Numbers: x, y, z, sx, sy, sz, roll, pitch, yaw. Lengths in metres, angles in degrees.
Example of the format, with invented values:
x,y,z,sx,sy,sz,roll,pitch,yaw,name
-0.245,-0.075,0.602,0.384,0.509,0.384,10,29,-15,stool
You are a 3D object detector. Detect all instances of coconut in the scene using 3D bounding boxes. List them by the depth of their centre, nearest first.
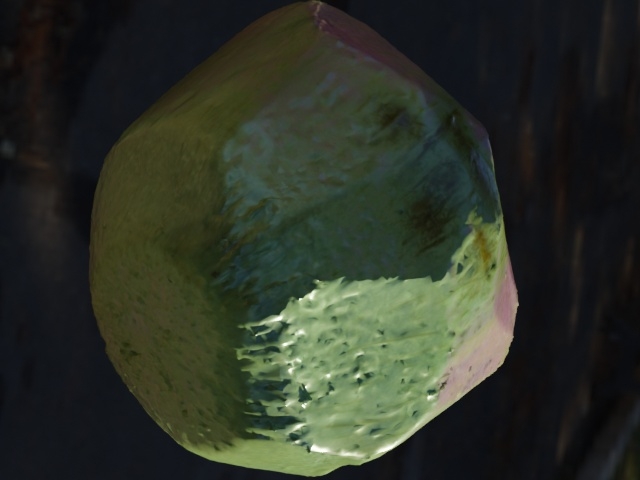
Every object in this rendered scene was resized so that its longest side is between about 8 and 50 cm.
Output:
x,y,z,sx,sy,sz,roll,pitch,yaw,name
0.000,0.000,0.924,0.204,0.236,0.236,-38,-151,53,coconut
